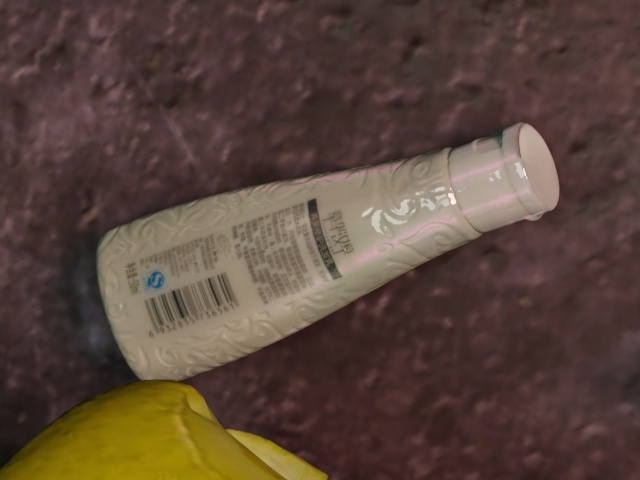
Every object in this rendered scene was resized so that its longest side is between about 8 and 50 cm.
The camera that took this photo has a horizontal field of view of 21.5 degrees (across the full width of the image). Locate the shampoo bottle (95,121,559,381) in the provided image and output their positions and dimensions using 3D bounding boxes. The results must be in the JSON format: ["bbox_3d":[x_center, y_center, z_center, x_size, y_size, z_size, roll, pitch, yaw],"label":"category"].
[{"bbox_3d":[0.000,0.000,0.662,0.190,0.041,0.069,-20,81,25],"label":"shampoo bottle"}]

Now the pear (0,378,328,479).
[{"bbox_3d":[0.026,0.171,0.554,0.281,0.286,0.176,20,83,22],"label":"pear"}]
